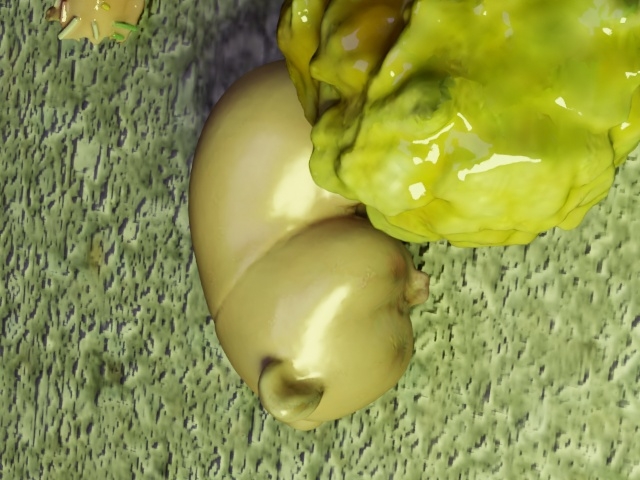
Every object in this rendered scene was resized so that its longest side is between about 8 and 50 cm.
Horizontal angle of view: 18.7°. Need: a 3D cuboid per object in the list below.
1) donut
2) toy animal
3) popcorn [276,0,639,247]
[{"bbox_3d":[-0.185,-0.232,1.460,0.166,0.065,0.117,44,119,22],"label":"donut"},{"bbox_3d":[-0.009,0.000,1.298,0.154,0.166,0.250,-7,80,20],"label":"toy animal"},{"bbox_3d":[0.094,-0.119,1.157,0.249,0.249,0.225,68,162,10],"label":"popcorn"}]
